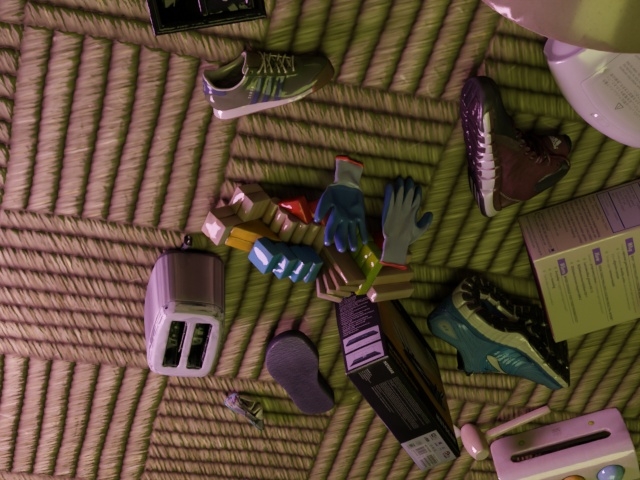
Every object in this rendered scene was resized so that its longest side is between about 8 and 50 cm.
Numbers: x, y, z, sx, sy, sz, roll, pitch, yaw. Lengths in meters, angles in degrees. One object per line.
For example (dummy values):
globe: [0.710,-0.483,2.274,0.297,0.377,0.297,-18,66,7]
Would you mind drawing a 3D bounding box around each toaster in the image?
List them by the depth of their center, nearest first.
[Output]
toaster: [-0.222,0.122,1.928,0.129,0.146,0.227,7,130,-15]

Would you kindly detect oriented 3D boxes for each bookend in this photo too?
bookend: [-0.161,-0.368,1.554,0.157,0.072,0.156,-9,132,-2]

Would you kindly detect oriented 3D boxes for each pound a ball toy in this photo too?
pound a ball toy: [0.460,0.434,2.315,0.319,0.135,0.208,-17,132,6]

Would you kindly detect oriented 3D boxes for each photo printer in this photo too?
photo printer: [0.500,-0.285,1.704,0.307,0.107,0.256,-38,126,24]

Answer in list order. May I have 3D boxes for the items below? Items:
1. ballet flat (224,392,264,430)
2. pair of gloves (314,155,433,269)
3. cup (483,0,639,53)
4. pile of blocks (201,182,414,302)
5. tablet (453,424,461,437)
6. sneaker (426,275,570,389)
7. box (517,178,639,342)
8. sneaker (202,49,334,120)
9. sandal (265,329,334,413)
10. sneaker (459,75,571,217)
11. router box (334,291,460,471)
ballet flat: [-0.132,0.320,2.191,0.041,0.041,0.114,-32,129,19]
pair of gloves: [0.087,-0.042,1.836,0.198,0.159,0.023,17,160,-18]
cup: [0.352,-0.418,1.409,0.331,0.331,0.237,3,132,-11]
pile of blocks: [0.000,0.000,1.853,0.362,0.149,0.112,14,128,-19]
tablet: [0.242,0.379,2.319,0.054,0.006,0.083,-34,127,21]
sneaker: [0.324,0.182,2.099,0.330,0.130,0.147,33,134,-27]
box: [0.482,0.033,1.976,0.243,0.117,0.213,-17,131,8]
sneaker: [-0.082,-0.240,1.683,0.192,0.064,0.086,-18,136,11]
sandal: [-0.040,0.235,2.127,0.097,0.054,0.254,-8,142,8]
sneaker: [0.309,-0.162,1.800,0.162,0.106,0.281,-15,142,-2]
router box: [0.128,0.212,1.997,0.081,0.243,0.309,-25,131,13]
